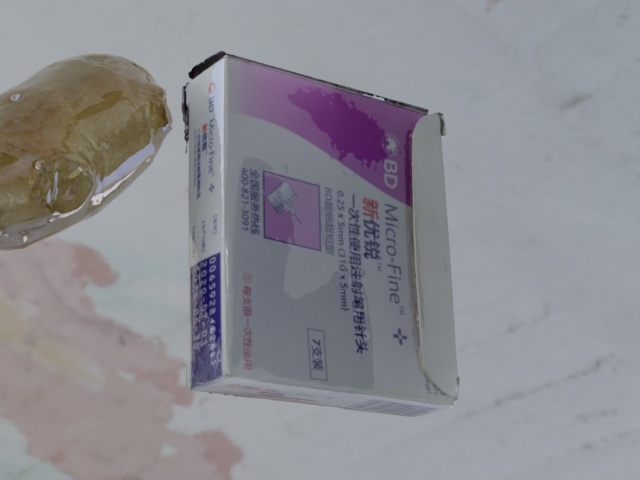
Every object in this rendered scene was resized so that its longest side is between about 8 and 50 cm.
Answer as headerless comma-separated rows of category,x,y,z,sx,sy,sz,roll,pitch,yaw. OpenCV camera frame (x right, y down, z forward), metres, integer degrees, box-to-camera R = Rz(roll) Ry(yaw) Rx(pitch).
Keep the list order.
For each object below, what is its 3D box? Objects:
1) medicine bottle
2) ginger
medicine bottle,0.000,0.000,0.805,0.171,0.201,0.052,13,-25,-32
ginger,-0.291,-0.017,0.764,0.363,0.348,0.122,1,-70,14
